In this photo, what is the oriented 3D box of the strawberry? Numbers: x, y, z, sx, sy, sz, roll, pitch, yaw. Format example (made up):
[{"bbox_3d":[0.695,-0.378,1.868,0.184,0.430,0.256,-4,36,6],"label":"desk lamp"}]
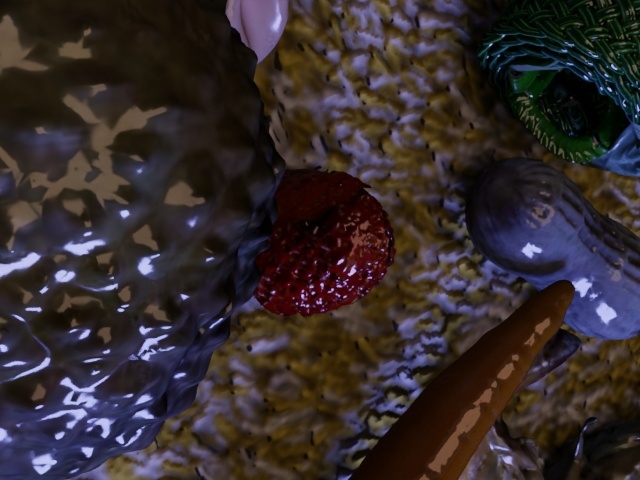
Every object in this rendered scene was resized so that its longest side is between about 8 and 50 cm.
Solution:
[{"bbox_3d":[0.000,0.000,0.743,0.083,0.096,0.083,1,87,-22],"label":"strawberry"}]

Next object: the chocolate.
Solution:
[{"bbox_3d":[0.151,0.007,0.870,0.167,0.072,0.072,37,75,-35],"label":"chocolate"}]

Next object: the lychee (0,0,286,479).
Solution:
[{"bbox_3d":[-0.149,-0.027,0.522,0.274,0.255,0.255,-1,97,-47],"label":"lychee"}]

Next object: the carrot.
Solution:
[{"bbox_3d":[0.036,0.146,0.795,0.336,0.069,0.069,-52,123,-12],"label":"carrot"}]

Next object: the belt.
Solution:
[{"bbox_3d":[0.158,-0.089,0.830,0.151,0.121,0.079,40,71,-39],"label":"belt"}]

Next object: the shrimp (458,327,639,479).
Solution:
[{"bbox_3d":[0.183,0.117,0.925,0.296,0.058,0.169,-25,109,-28],"label":"shrimp"}]

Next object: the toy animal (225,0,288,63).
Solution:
[{"bbox_3d":[0.025,-0.200,0.697,0.250,0.166,0.154,-22,153,-27],"label":"toy animal"}]
